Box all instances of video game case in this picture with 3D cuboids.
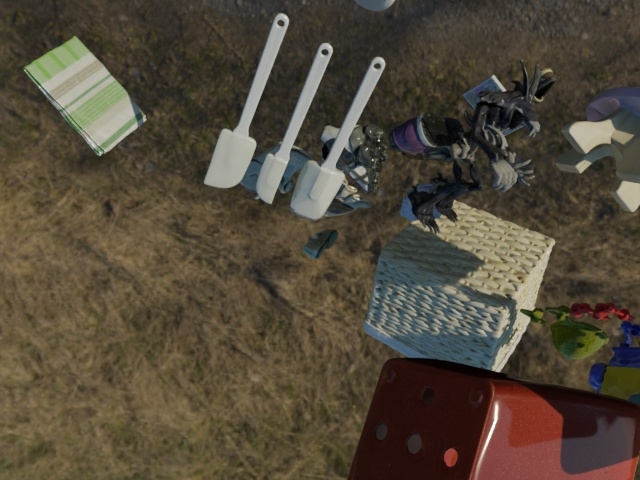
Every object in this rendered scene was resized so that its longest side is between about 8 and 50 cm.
[{"bbox_3d":[0.359,-0.271,1.358,0.122,0.011,0.087,48,149,-10],"label":"video game case"}]

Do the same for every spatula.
[{"bbox_3d":[-0.028,-0.139,0.810,0.168,0.019,0.242,20,123,-11],"label":"spatula"}]

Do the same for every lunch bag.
[{"bbox_3d":[0.203,-0.077,1.327,0.083,0.053,0.071,-8,148,-8],"label":"lunch bag"}]

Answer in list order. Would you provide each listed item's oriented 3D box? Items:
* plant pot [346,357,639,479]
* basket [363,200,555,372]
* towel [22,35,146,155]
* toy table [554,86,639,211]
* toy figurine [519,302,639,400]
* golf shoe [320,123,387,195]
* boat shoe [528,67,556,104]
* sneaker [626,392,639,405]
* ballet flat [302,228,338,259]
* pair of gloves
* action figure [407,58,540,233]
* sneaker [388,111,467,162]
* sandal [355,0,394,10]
[{"bbox_3d":[0.189,0.274,0.815,0.235,0.267,0.267,28,165,-32],"label":"plant pot"},{"bbox_3d":[0.320,0.107,1.554,0.331,0.328,0.266,25,134,25],"label":"basket"},{"bbox_3d":[-0.329,-0.204,0.939,0.023,0.113,0.152,-26,111,40],"label":"towel"},{"bbox_3d":[0.615,-0.196,1.355,0.252,0.161,0.274,41,175,-11],"label":"toy table"},{"bbox_3d":[0.520,0.244,1.204,0.191,0.217,0.362,24,161,-25],"label":"toy figurine"},{"bbox_3d":[0.051,-0.131,1.019,0.094,0.077,0.198,15,165,12],"label":"golf shoe"},{"bbox_3d":[0.563,-0.383,1.751,0.056,0.049,0.152,-5,146,-22],"label":"boat shoe"},{"bbox_3d":[0.518,0.307,0.946,0.092,0.087,0.229,-14,108,53],"label":"sneaker"},{"bbox_3d":[0.000,0.000,1.708,0.052,0.168,0.057,26,112,10],"label":"ballet flat"},{"bbox_3d":[-0.045,-0.098,1.268,0.240,0.042,0.204,28,153,-32],"label":"pair of gloves"},{"bbox_3d":[0.261,-0.131,1.017,0.164,0.141,0.276,-14,148,-49],"label":"action figure"},{"bbox_3d":[0.267,-0.246,1.641,0.124,0.107,0.283,-14,165,35],"label":"sneaker"},{"bbox_3d":[0.057,-0.544,0.987,0.169,0.102,0.416,37,159,46],"label":"sandal"}]
